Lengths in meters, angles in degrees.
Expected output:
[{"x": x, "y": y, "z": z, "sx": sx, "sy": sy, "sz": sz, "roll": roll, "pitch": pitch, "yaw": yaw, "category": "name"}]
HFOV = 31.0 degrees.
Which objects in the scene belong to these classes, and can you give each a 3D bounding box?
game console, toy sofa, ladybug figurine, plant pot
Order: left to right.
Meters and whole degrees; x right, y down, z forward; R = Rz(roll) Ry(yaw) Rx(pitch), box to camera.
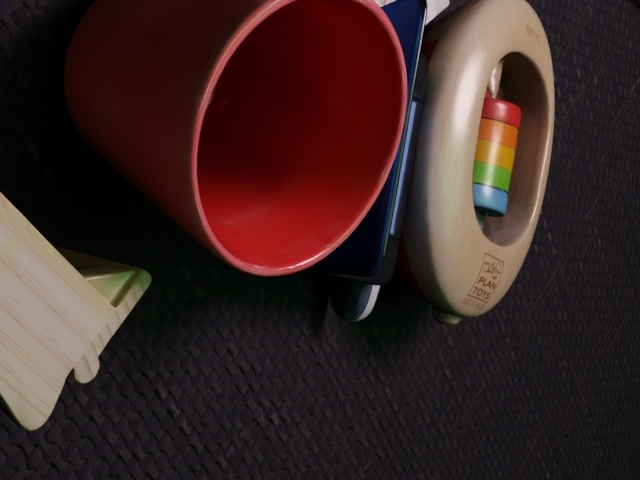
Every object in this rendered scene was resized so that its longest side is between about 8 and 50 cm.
[{"x": -0.319, "y": -0.015, "z": 0.928, "sx": 0.177, "sy": 0.150, "sz": 0.362, "roll": -58, "pitch": 135, "yaw": -23, "category": "toy sofa"}, {"x": -0.095, "y": -0.132, "z": 1.088, "sx": 0.275, "sy": 0.243, "sz": 0.274, "roll": -26, "pitch": 128, "yaw": -38, "category": "plant pot"}, {"x": 0.087, "y": -0.096, "z": 1.271, "sx": 0.250, "sy": 0.173, "sz": 0.293, "roll": 14, "pitch": 85, "yaw": -53, "category": "game console"}, {"x": 0.187, "y": -0.111, "z": 1.548, "sx": 0.305, "sy": 0.162, "sz": 0.449, "roll": 24, "pitch": 76, "yaw": -52, "category": "ladybug figurine"}]

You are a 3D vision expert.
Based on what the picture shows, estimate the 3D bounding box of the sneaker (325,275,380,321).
[{"x": -0.001, "y": -0.001, "z": 1.386, "sx": 0.163, "sy": 0.086, "sz": 0.226, "roll": -14, "pitch": 107, "yaw": -49, "category": "sneaker"}]

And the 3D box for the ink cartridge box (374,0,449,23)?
[{"x": 0.025, "y": -0.321, "z": 1.311, "sx": 0.261, "sy": 0.066, "sz": 0.296, "roll": -45, "pitch": 141, "yaw": -25, "category": "ink cartridge box"}]

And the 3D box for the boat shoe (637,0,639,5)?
[{"x": 0.603, "y": -0.507, "z": 2.063, "sx": 0.340, "sy": 0.113, "sz": 0.127, "roll": 43, "pitch": 62, "yaw": -46, "category": "boat shoe"}]
